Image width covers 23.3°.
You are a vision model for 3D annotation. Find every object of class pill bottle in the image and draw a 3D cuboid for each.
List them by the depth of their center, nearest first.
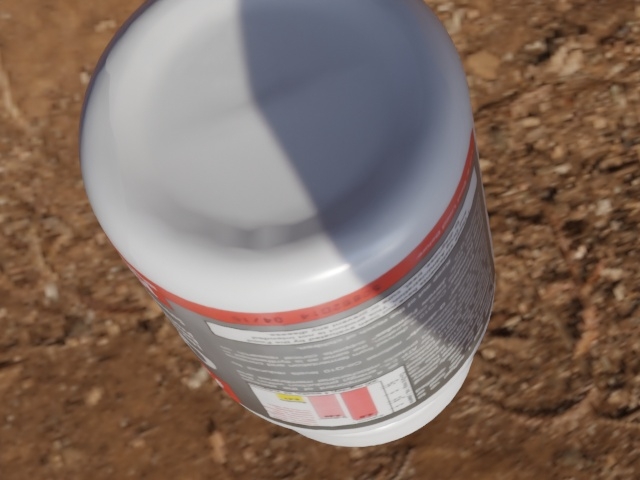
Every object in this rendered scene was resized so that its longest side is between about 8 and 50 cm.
[{"bbox_3d":[0.000,0.000,0.953,0.210,0.363,0.210,-4,67,8],"label":"pill bottle"}]
